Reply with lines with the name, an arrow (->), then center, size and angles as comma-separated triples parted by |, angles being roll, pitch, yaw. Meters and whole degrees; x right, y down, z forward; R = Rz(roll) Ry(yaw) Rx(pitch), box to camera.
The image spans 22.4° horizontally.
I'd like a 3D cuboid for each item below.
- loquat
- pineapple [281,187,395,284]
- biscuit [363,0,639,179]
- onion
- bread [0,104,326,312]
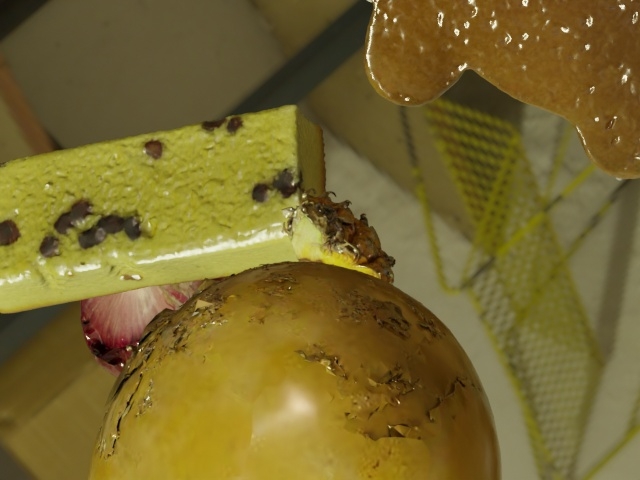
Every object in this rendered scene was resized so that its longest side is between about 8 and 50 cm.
loquat -> -0.013, 0.124, 0.901 | 0.235, 0.235, 0.235 | 47, 171, 9
pineapple -> 0.000, 0.000, 1.300 | 0.114, 0.077, 0.114 | 42, -167, -51
biscuit -> 0.139, -0.240, 1.385 | 0.432, 0.283, 0.064 | 20, -156, 0
onion -> -0.154, 0.033, 1.680 | 0.248, 0.248, 0.161 | 43, -178, 32
bread -> -0.174, -0.026, 1.491 | 0.077, 0.361, 0.138 | 48, -144, -62
